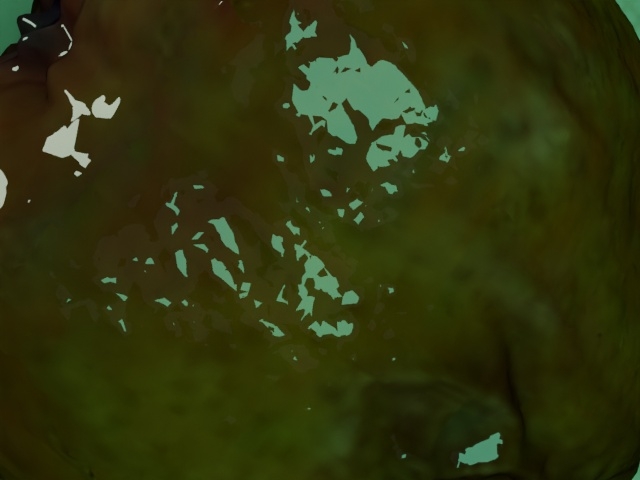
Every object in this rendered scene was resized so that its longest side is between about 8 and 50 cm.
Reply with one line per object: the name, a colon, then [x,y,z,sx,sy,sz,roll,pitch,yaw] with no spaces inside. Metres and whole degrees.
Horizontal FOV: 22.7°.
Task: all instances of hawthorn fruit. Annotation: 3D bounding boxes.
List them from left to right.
hawthorn fruit: [0.000,0.000,0.914,0.471,0.472,0.472,0,89,-15]
